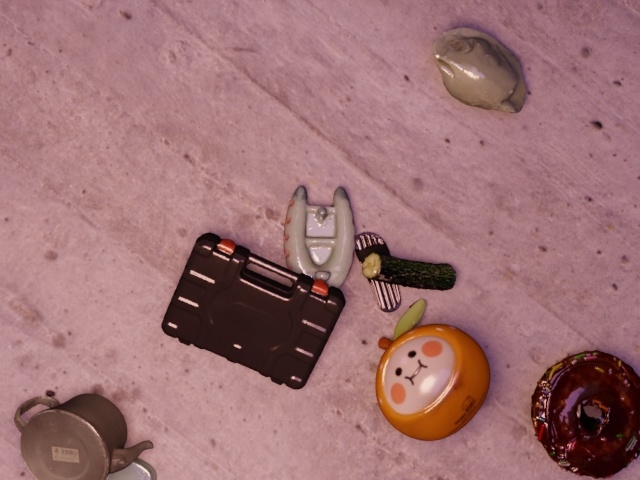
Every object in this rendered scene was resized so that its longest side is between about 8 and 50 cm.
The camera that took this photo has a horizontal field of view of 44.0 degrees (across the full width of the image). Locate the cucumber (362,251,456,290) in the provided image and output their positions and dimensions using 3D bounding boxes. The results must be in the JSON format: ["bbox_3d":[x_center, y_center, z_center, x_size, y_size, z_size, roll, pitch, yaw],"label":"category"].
[{"bbox_3d":[0.162,0.061,1.449,0.187,0.058,0.058,9,84,-31],"label":"cucumber"}]

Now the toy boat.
[{"bbox_3d":[0.000,0.000,1.458,0.134,0.079,0.207,4,84,-8],"label":"toy boat"}]

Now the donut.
[{"bbox_3d":[0.496,0.321,1.477,0.235,0.089,0.235,0,86,-7],"label":"donut"}]

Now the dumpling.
[{"bbox_3d":[0.298,-0.318,1.509,0.219,0.152,0.108,35,127,-16],"label":"dumpling"}]

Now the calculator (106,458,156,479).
[{"bbox_3d":[-0.350,0.433,1.416,0.153,0.021,0.095,27,84,0],"label":"calculator"}]

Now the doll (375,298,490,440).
[{"bbox_3d":[0.182,0.235,1.419,0.213,0.213,0.236,-41,46,-7],"label":"doll"}]

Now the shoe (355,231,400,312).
[{"bbox_3d":[0.112,0.059,1.478,0.062,0.053,0.159,-19,90,-3],"label":"shoe"}]

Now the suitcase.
[{"bbox_3d":[-0.120,0.128,1.409,0.286,0.066,0.206,24,107,-4],"label":"suitcase"}]

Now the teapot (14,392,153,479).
[{"bbox_3d":[-0.412,0.329,1.362,0.239,0.149,0.162,17,109,10],"label":"teapot"}]
